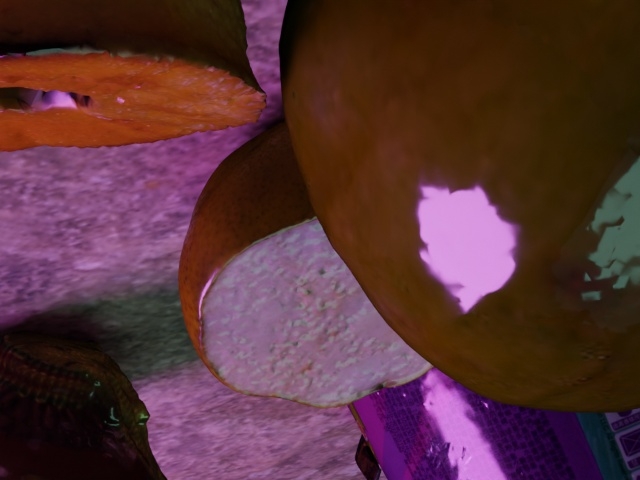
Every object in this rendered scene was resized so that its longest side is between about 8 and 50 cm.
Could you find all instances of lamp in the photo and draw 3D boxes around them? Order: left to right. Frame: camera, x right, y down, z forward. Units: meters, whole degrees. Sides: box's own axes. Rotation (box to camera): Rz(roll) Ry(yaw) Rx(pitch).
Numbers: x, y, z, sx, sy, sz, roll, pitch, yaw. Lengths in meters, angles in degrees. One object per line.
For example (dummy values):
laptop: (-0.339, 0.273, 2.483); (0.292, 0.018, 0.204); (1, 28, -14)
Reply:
lamp: (-0.157, 0.116, 0.750); (0.157, 0.156, 0.134); (-36, 147, -73)

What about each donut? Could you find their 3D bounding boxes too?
donut: (-0.092, -0.065, 0.467); (0.152, 0.058, 0.152); (-3, 171, 0)

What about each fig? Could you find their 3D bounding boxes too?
fig: (0.098, -0.052, 0.469); (0.203, 0.203, 0.225); (-1, 159, -29)

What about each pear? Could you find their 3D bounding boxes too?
pear: (0.000, 0.000, 0.645); (0.141, 0.104, 0.141); (-9, 129, -12)

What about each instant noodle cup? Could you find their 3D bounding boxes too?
instant noodle cup: (0.147, 0.111, 0.771); (0.251, 0.190, 0.251); (-22, 171, -4)

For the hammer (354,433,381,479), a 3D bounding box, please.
hammer: (0.145, 0.174, 0.932); (0.290, 0.037, 0.137); (20, -175, 37)
